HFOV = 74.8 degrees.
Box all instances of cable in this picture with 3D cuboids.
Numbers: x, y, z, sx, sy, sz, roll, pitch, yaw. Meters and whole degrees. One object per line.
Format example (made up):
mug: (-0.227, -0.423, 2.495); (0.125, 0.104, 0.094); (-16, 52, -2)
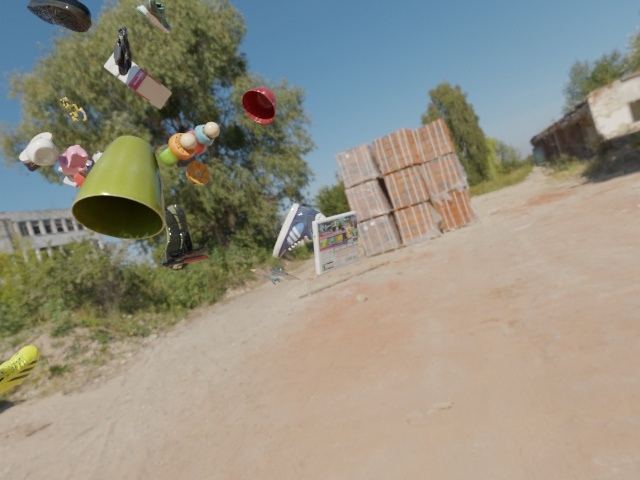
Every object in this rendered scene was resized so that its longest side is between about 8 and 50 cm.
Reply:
cable: (-0.795, -0.769, 1.702); (0.047, 0.184, 0.150); (3, 4, -8)

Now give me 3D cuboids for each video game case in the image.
video game case: (0.056, 0.006, 1.439); (0.201, 0.183, 0.023); (-17, 19, -41)

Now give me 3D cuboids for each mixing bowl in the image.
mixing bowl: (-0.283, -0.681, 2.063); (0.181, 0.181, 0.098); (-16, 36, 45)

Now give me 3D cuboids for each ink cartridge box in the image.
ink cartridge box: (-0.941, -0.830, 2.163); (0.114, 0.273, 0.197); (-53, -18, 2)

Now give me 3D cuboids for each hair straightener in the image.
hair straightener: (-0.578, 0.059, 1.765); (0.230, 0.089, 0.047); (-15, -25, 14)

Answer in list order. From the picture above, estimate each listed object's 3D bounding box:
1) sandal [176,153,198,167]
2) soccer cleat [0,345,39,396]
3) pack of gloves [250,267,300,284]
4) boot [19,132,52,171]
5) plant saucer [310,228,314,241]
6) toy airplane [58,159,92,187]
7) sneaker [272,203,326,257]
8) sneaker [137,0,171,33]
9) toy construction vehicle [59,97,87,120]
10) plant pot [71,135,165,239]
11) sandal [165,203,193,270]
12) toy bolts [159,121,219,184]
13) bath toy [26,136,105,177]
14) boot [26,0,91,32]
sandal: (-0.768, -0.457, 2.394); (0.054, 0.097, 0.254); (-6, 6, 11)
soccer cleat: (-1.125, 0.479, 1.499); (0.121, 0.093, 0.289); (-59, 2, 34)
pack of gloves: (-0.261, 0.217, 2.434); (0.195, 0.046, 0.232); (-5, -24, 29)
boot: (-1.304, -0.410, 1.939); (0.086, 0.069, 0.190); (106, -174, -58)
plant saucer: (0.000, 0.000, 1.715); (0.021, 0.119, 0.119); (-48, -9, 19)
toy airplane: (-1.212, -0.325, 2.294); (0.272, 0.384, 0.386); (-47, 32, -10)
sneaker: (-0.092, -0.015, 2.180); (0.236, 0.323, 0.130); (23, 16, -7)
sneaker: (-0.577, -0.807, 1.499); (0.076, 0.065, 0.166); (-52, -6, 8)
toy construction vehicle: (-1.026, -0.548, 1.749); (0.035, 0.098, 0.086); (-26, 11, 4)
plant pot: (-0.651, -0.196, 1.413); (0.275, 0.293, 0.275); (-2, -29, -1)
sandal: (-0.649, -0.013, 1.910); (0.120, 0.303, 0.086); (-2, -10, -22)
toy bolts: (-0.466, -0.356, 1.633); (0.158, 0.218, 0.228); (-21, 34, 38)
bath toy: (-0.920, -0.303, 1.593); (0.348, 0.129, 0.151); (12, -64, -49)
boot: (-0.957, -0.960, 1.599); (0.348, 0.260, 0.131); (24, -7, 24)
